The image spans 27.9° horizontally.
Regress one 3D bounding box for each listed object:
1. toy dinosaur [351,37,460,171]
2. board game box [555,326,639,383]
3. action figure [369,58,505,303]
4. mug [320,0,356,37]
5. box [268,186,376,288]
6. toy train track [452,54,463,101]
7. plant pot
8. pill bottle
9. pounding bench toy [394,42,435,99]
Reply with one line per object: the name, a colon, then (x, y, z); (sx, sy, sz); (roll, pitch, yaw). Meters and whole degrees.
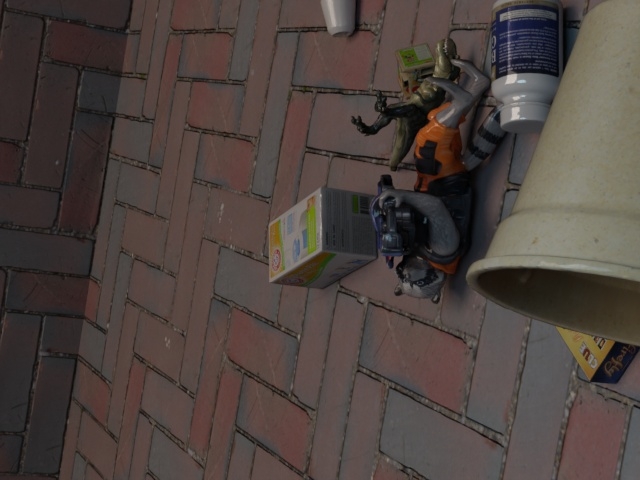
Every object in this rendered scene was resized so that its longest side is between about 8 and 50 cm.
toy dinosaur: (0.120, -0.188, 1.934); (0.268, 0.118, 0.064); (-61, 40, 44)
board game box: (0.326, 0.031, 1.565); (0.165, 0.042, 0.243); (-65, 32, 32)
action figure: (0.165, -0.063, 1.774); (0.341, 0.178, 0.330); (-81, 2, -71)
mug: (0.038, -0.389, 2.254); (0.062, 0.078, 0.064); (-11, 80, 29)
box: (0.000, 0.000, 2.159); (0.203, 0.103, 0.114); (-32, 55, 58)
toy train track: (0.197, -0.236, 1.926); (0.048, 0.014, 0.083); (-12, 74, 63)
plant pot: (0.341, -0.069, 1.300); (0.334, 0.334, 0.305); (-9, 65, 63)
pill bottle: (0.270, -0.229, 1.687); (0.094, 0.094, 0.169); (-20, 66, 61)
pounding bench toy: (0.161, -0.259, 1.968); (0.065, 0.083, 0.052); (79, 176, -46)
